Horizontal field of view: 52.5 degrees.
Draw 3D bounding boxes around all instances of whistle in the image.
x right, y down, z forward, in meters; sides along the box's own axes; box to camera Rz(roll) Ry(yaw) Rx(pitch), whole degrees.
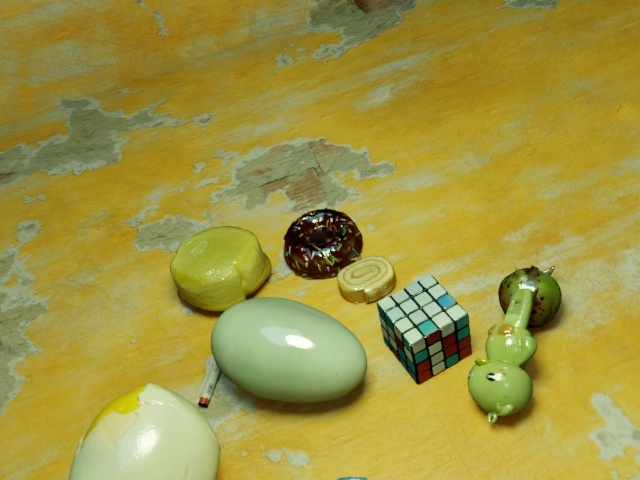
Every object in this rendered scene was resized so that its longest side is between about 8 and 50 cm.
[{"bbox_3d":[0.384,0.237,1.372,0.141,0.141,0.294,3,74,19],"label":"whistle"}]

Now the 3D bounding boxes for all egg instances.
[{"bbox_3d":[-0.354,0.467,1.293,0.283,0.283,0.345,6,53,21],"label":"egg"},{"bbox_3d":[-0.074,0.251,1.470,0.371,0.230,0.230,12,49,18],"label":"egg"}]

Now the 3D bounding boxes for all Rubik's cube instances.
[{"bbox_3d":[0.237,0.202,1.488,0.155,0.151,0.154,-28,43,-12],"label":"Rubik's cube"}]

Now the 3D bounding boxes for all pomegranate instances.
[{"bbox_3d":[0.489,0.118,1.513,0.148,0.148,0.169,0,39,16],"label":"pomegranate"}]

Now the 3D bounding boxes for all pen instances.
[{"bbox_3d":[-0.254,0.305,1.611,0.028,0.028,0.239,1,46,17],"label":"pen"}]

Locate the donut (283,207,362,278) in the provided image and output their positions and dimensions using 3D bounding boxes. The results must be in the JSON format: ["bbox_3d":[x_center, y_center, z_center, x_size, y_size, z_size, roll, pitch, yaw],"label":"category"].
[{"bbox_3d":[0.000,0.000,1.808,0.235,0.089,0.235,-8,46,9],"label":"donut"}]

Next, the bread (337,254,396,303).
[{"bbox_3d":[0.121,0.101,1.679,0.149,0.073,0.122,-27,46,-12],"label":"bread"}]

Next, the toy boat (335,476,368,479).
[{"bbox_3d":[0.052,0.539,1.290,0.105,0.034,0.149,13,63,23],"label":"toy boat"}]

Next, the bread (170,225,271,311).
[{"bbox_3d":[-0.274,0.073,1.770,0.270,0.148,0.270,-9,39,7],"label":"bread"}]
